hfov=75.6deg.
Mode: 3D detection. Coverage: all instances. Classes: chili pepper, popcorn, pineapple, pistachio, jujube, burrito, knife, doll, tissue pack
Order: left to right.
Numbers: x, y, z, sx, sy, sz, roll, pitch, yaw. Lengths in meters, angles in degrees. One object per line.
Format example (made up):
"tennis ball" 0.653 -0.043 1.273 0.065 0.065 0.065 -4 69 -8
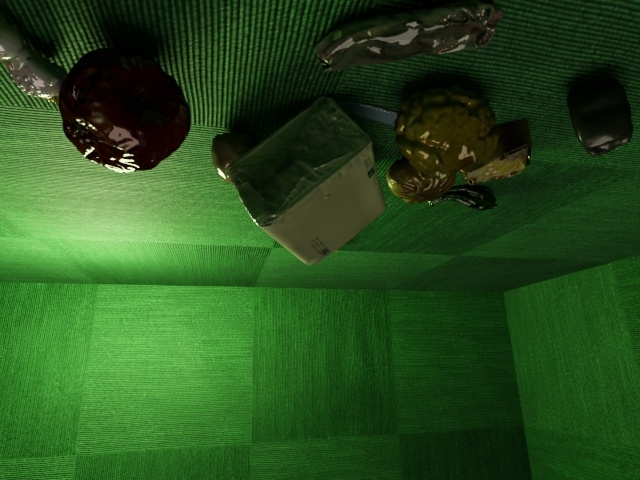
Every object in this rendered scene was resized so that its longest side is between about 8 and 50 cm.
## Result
"doll" -0.509 -0.308 0.702 0.129 0.081 0.207 30 168 16
"jujube" -0.355 -0.235 0.754 0.213 0.212 0.232 15 166 -43
"pistachio" -0.198 -0.198 1.038 0.136 0.135 0.226 -4 171 9
"tissue pack" -0.010 -0.121 1.016 0.297 0.207 0.380 -37 159 3
"knife" 0.165 -0.282 0.957 0.313 0.019 0.044 7 153 -24
"burrito" 0.133 -0.340 0.685 0.309 0.066 0.096 -4 165 17
"popcorn" 0.258 -0.235 0.892 0.226 0.200 0.203 -29 -161 -16
"chili pepper" 0.508 -0.133 1.387 0.279 0.065 0.122 6 170 -15
"pineapple" 0.449 -0.224 1.049 0.236 0.114 0.186 -5 165 -22

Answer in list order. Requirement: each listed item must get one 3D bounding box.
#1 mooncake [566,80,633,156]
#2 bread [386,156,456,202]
"mooncake" 0.585 -0.245 0.858 0.104 0.175 0.168 -10 120 37
"bread" 0.291 -0.171 1.184 0.213 0.104 0.213 -3 160 -1
